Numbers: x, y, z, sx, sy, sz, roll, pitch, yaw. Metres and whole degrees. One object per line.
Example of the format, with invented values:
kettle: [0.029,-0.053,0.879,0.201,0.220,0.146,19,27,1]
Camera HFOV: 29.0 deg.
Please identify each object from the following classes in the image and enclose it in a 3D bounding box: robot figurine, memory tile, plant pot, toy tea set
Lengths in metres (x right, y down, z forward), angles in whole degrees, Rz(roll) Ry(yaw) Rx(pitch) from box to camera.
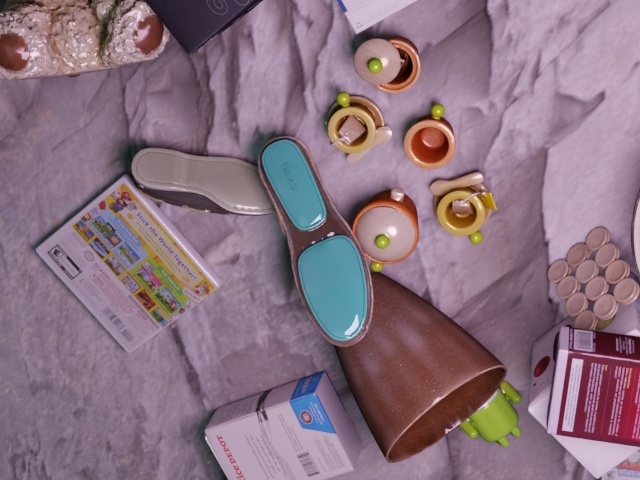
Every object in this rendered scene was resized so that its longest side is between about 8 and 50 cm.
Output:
robot figurine: [0.256,0.259,1.882,0.101,0.067,0.115,-37,101,-5]
memory tile: [0.383,0.057,1.737,0.012,0.148,0.113,30,117,-32]
plant pot: [0.116,0.164,1.794,0.215,0.215,0.230,-48,66,24]
toy tea set: [0.105,-0.115,1.726,0.200,0.124,0.336,-19,107,18]

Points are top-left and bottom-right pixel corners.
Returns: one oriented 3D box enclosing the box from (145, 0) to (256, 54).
box: [-0.114,-0.387,1.591,0.165,0.143,0.270,51,138,-7]

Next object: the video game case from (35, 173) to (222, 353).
video game case: [-0.300,0.039,1.928,0.206,0.026,0.227,-36,100,22]

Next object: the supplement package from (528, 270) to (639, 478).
supplement package: [0.414,0.185,1.745,0.149,0.203,0.194,45,113,-8]

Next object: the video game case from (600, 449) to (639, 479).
video game case: [0.513,0.315,1.880,0.157,0.019,0.143,5,113,10]

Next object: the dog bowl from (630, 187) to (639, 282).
dog bowl: [0.623,-0.021,1.613,0.408,0.150,0.408,10,117,20]

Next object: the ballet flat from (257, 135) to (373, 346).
ballet flat: [0.000,0.000,1.768,0.107,0.106,0.316,-18,83,1]

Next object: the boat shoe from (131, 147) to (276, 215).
boat shoe: [-0.167,-0.081,1.829,0.228,0.081,0.068,14,160,-6]

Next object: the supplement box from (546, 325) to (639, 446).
supplement box: [0.420,0.196,1.596,0.239,0.073,0.130,8,114,9]

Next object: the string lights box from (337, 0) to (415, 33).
string lights box: [0.043,-0.423,1.636,0.133,0.077,0.259,-26,105,20]

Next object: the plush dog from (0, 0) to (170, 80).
plush dog: [-0.357,-0.345,1.720,0.262,0.210,0.225,-11,97,-14]

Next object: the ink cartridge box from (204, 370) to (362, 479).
ink cartridge box: [-0.059,0.313,1.959,0.203,0.086,0.148,-20,107,19]
